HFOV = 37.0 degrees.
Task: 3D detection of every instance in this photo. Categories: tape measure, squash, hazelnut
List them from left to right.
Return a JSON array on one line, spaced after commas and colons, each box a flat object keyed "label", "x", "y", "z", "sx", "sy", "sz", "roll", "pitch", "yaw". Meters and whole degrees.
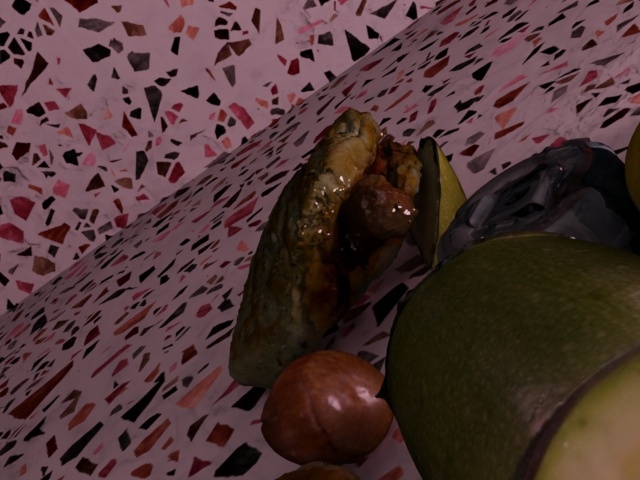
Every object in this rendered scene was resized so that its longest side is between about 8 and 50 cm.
[{"label": "hazelnut", "x": 0.006, "y": 0.209, "z": 1.135, "sx": 0.150, "sy": 0.150, "sz": 0.150, "roll": -33, "pitch": 20, "yaw": 13}, {"label": "squash", "x": 0.196, "y": -0.066, "z": 1.476, "sx": 0.085, "sy": 0.184, "sz": 0.192, "roll": 2, "pitch": 21, "yaw": -8}, {"label": "tape measure", "x": 0.259, "y": 0.000, "z": 1.149, "sx": 0.275, "sy": 0.147, "sz": 0.256, "roll": -20, "pitch": 26, "yaw": 43}, {"label": "squash", "x": 0.198, "y": 0.135, "z": 0.704, "sx": 0.263, "sy": 0.263, "sz": 0.384, "roll": -37, "pitch": 10, "yaw": 1}]

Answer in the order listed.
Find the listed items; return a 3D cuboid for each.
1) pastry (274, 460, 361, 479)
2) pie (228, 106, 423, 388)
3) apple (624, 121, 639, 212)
[{"label": "pastry", "x": -0.013, "y": 0.303, "z": 1.021, "sx": 0.153, "sy": 0.081, "sz": 0.153, "roll": -30, "pitch": 17, "yaw": 10}, {"label": "pie", "x": -0.011, "y": 0.011, "z": 1.471, "sx": 0.418, "sy": 0.180, "sz": 0.395, "roll": -54, "pitch": 10, "yaw": 25}, {"label": "apple", "x": 0.415, "y": -0.077, "z": 0.993, "sx": 0.196, "sy": 0.196, "sz": 0.196, "roll": -33, "pitch": 20, "yaw": 13}]
